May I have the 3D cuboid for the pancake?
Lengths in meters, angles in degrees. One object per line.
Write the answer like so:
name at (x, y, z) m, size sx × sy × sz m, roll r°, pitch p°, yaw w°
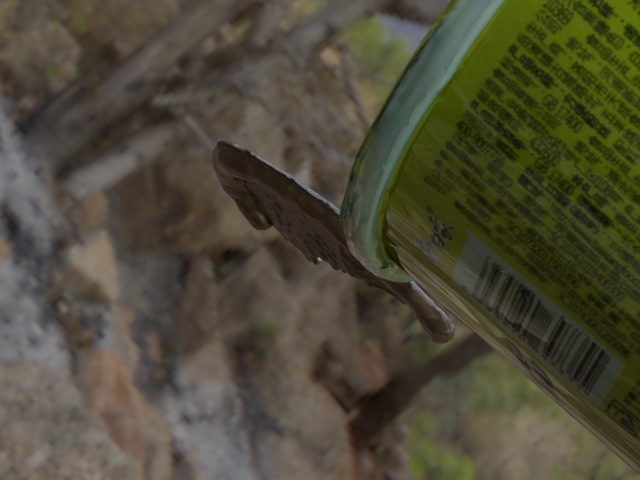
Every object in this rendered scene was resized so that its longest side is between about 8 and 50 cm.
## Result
pancake at (0.000, 0.000, 1.147) m, size 0.184 × 0.020 × 0.190 m, roll 42°, pitch -9°, yaw -18°

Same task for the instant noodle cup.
instant noodle cup at (0.191, -0.018, 0.572) m, size 0.221 × 0.311 × 0.311 m, roll 49°, pitch 0°, yaw 16°
